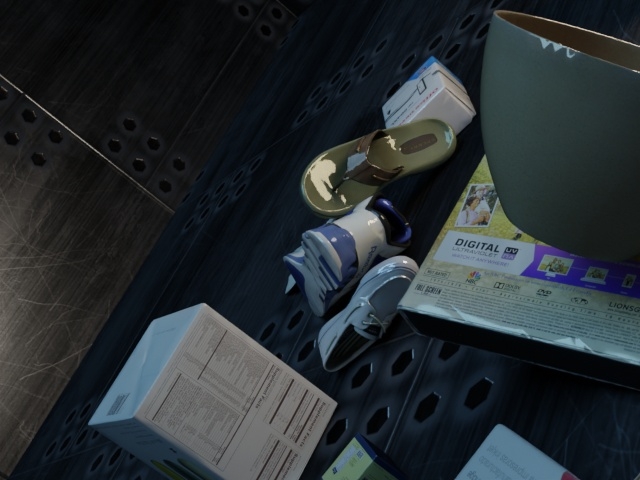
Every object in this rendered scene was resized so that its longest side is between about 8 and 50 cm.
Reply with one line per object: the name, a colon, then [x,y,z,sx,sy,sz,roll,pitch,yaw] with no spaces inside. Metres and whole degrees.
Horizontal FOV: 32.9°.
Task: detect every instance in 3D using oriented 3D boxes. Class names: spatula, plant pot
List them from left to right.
spatula: [0.000,0.000,2.052,0.168,0.019,0.242,-54,1,-30]
plant pot: [0.275,-0.091,1.064,0.284,0.284,0.191,-102,28,-68]

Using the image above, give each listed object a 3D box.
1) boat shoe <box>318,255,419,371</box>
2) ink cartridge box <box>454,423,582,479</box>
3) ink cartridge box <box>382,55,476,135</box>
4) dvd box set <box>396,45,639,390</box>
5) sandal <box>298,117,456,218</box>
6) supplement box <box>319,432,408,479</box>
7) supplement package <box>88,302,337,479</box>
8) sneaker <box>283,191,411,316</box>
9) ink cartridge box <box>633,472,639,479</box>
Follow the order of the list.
boat shoe: [0.077,0.120,1.641,0.226,0.083,0.076,-52,25,35]
ink cartridge box: [0.129,0.372,0.842,0.385,0.160,0.279,-52,18,-3]
ink cartridge box: [0.199,-0.242,2.028,0.148,0.086,0.203,-45,18,17]
dvd box set: [0.309,-0.049,1.217,0.307,0.062,0.420,10,59,40]
sandal: [0.096,-0.143,1.863,0.302,0.120,0.086,-28,-15,-12]
supplement box: [0.052,0.300,1.350,0.083,0.056,0.083,-51,18,-1]
supplement package: [-0.160,0.258,1.610,0.199,0.262,0.198,-21,35,58]
sneaker: [0.057,0.020,1.821,0.182,0.127,0.315,-28,-7,-17]
ink cartridge box: [0.298,0.227,0.597,0.088,0.234,0.193,-48,17,5]
